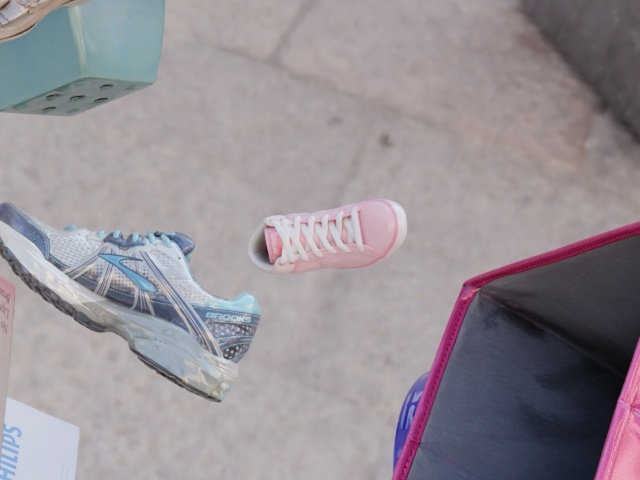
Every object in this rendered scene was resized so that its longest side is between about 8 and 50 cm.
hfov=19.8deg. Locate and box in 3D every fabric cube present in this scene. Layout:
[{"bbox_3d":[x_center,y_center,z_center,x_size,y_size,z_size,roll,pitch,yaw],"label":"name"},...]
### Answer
[{"bbox_3d":[0.215,0.170,1.157,0.258,0.254,0.259,30,68,-19],"label":"fabric cube"}]

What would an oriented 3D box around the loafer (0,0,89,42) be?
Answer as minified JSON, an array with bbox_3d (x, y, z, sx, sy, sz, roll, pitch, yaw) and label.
[{"bbox_3d":[-0.207,-0.183,1.329,0.125,0.039,0.045,-29,67,-29],"label":"loafer"}]

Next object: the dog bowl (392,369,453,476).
[{"bbox_3d":[0.159,0.222,1.472,0.104,0.265,0.265,-13,31,24],"label":"dog bowl"}]

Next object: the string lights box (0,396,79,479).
[{"bbox_3d":[-0.277,0.258,1.387,0.077,0.259,0.133,26,23,-16],"label":"string lights box"}]

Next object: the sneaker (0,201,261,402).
[{"bbox_3d":[-0.185,0.035,1.753,0.283,0.110,0.122,33,79,-1],"label":"sneaker"}]

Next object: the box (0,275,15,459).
[{"bbox_3d":[-0.285,0.119,1.151,0.127,0.148,0.232,-5,70,16],"label":"box"}]

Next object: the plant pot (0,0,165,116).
[{"bbox_3d":[-0.238,-0.234,1.599,0.165,0.166,0.234,-1,77,-59],"label":"plant pot"}]

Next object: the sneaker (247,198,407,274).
[{"bbox_3d":[0.000,0.000,1.424,0.070,0.134,0.051,-4,83,-48],"label":"sneaker"}]
